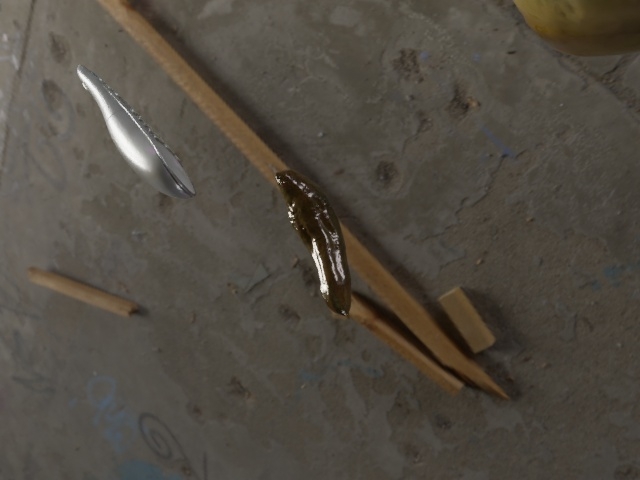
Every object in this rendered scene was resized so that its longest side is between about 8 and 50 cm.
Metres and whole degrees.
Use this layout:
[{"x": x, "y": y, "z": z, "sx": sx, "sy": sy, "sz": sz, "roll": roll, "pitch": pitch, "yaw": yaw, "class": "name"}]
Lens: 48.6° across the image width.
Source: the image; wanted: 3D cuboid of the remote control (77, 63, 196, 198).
[{"x": -0.201, "y": -0.111, "z": 0.750, "sx": 0.229, "sy": 0.044, "sz": 0.073, "roll": 44, "pitch": 178, "yaw": 35, "class": "remote control"}]

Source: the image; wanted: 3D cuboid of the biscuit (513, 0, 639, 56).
[{"x": 0.130, "y": -0.157, "z": 0.184, "sx": 0.237, "sy": 0.062, "sz": 0.291, "roll": -4, "pitch": 154, "yaw": 33, "class": "biscuit"}]

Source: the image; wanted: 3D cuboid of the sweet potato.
[{"x": 0.002, "y": 0.000, "z": 0.809, "sx": 0.054, "sy": 0.053, "sz": 0.182, "roll": 118, "pitch": 130, "yaw": -70, "class": "sweet potato"}]
